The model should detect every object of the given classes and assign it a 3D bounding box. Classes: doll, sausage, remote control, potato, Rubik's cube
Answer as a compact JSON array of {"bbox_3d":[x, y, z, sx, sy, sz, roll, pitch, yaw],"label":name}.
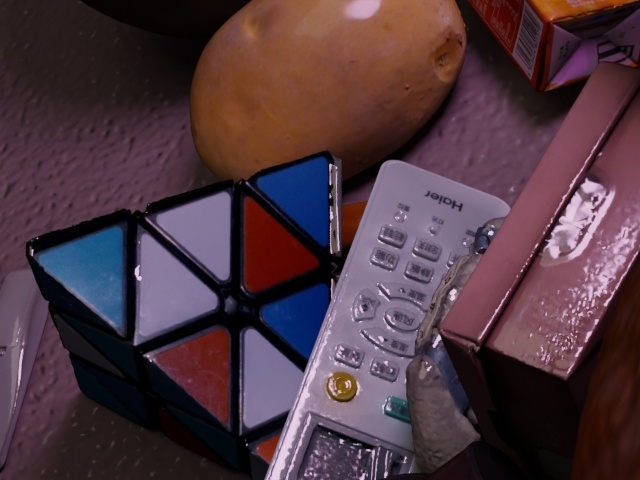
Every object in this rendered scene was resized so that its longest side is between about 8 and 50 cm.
[{"bbox_3d":[0.112,0.063,1.264,0.071,0.103,0.214,-5,46,53],"label":"doll"},{"bbox_3d":[0.000,0.000,1.420,0.131,0.041,0.039,-15,64,22],"label":"sausage"},{"bbox_3d":[0.049,0.076,1.312,0.103,0.051,0.293,21,59,1],"label":"remote control"},{"bbox_3d":[-0.255,0.100,1.503,0.050,0.027,0.184,-6,55,27],"label":"remote control"},{"bbox_3d":[0.000,-0.132,1.442,0.234,0.146,0.150,-36,55,5],"label":"potato"},{"bbox_3d":[-0.067,0.029,1.386,0.234,0.284,0.250,-53,12,-19],"label":"Rubik's cube"}]

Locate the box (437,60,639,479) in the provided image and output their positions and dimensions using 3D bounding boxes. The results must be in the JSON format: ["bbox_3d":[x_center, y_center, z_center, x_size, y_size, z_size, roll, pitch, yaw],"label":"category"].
[{"bbox_3d":[0.178,0.038,1.174,0.086,0.215,0.215,22,68,28],"label":"box"}]

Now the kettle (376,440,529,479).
[{"bbox_3d":[0.035,0.227,1.135,0.232,0.144,0.202,-36,40,11],"label":"kettle"}]

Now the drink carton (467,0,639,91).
[{"bbox_3d":[0.156,-0.217,1.435,0.096,0.071,0.223,-16,49,-20],"label":"drink carton"}]

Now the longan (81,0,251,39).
[{"bbox_3d":[-0.085,-0.344,1.523,0.361,0.361,0.361,-15,51,20],"label":"longan"}]

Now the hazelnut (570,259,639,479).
[{"bbox_3d":[0.305,0.119,0.970,0.359,0.359,0.409,-3,63,28],"label":"hazelnut"}]
